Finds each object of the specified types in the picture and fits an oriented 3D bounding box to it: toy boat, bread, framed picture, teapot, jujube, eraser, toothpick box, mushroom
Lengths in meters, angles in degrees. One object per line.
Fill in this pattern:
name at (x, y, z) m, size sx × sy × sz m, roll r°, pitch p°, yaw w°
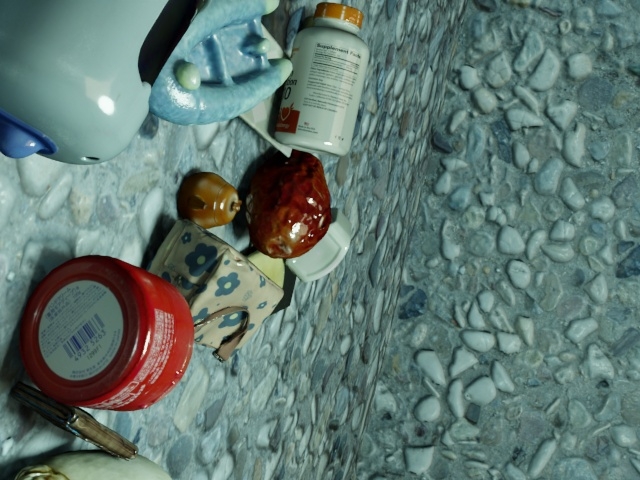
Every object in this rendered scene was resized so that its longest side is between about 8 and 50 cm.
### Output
toy boat at (-0.161, -0.302, 1.335) m, size 0.330 × 0.123 × 0.215 m, roll -27°, pitch 118°, yaw -41°
bread at (-0.149, 0.087, 1.852) m, size 0.178 × 0.060 × 0.139 m, roll -28°, pitch 129°, yaw -55°
framed picture at (-0.118, 0.077, 2.034) m, size 0.324 × 0.013 × 0.244 m, roll -15°, pitch 117°, yaw -68°
teapot at (-0.200, -0.073, 1.551) m, size 0.173 × 0.116 × 0.116 m, roll -13°, pitch 115°, yaw -70°
jujube at (-0.066, -0.085, 1.796) m, size 0.290 × 0.197 × 0.197 m, roll -78°, pitch 168°, yaw -48°
eraser at (-0.126, -0.324, 1.622) m, size 0.397 × 0.082 × 0.213 m, roll 32°, pitch 74°, yaw -70°
toothpick box at (-0.302, -0.254, 0.984) m, size 0.263 × 0.263 × 0.355 m, roll 65°, pitch 43°, yaw -61°
mushroom at (-0.379, 0.399, 1.286) m, size 0.397 × 0.177 × 0.126 m, roll 33°, pitch 65°, yaw -68°

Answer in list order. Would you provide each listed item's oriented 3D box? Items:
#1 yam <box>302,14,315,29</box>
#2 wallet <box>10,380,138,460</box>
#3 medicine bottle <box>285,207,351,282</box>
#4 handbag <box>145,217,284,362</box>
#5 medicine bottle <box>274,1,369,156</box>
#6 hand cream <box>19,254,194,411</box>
yam at (-0.026, -0.373, 1.862) m, size 0.093 × 0.093 × 0.259 m, roll 21°, pitch 83°, yaw -71°
wallet at (-0.377, 0.285, 1.277) m, size 0.042 × 0.124 × 0.230 m, roll -61°, pitch 157°, yaw -17°
medicine bottle at (0.000, 0.000, 2.000) m, size 0.161 × 0.111 × 0.296 m, roll -39°, pitch -170°, yaw 9°
handbag at (-0.212, 0.097, 1.518) m, size 0.193 × 0.190 × 0.251 m, roll -56°, pitch 153°, yaw -7°
medicine bottle at (0.009, -0.322, 1.640) m, size 0.157 × 0.157 × 0.289 m, roll 8°, pitch 94°, yaw -71°
hand cream at (-0.314, 0.139, 1.207) m, size 0.149 × 0.230 × 0.230 m, roll 35°, pitch 70°, yaw -69°
